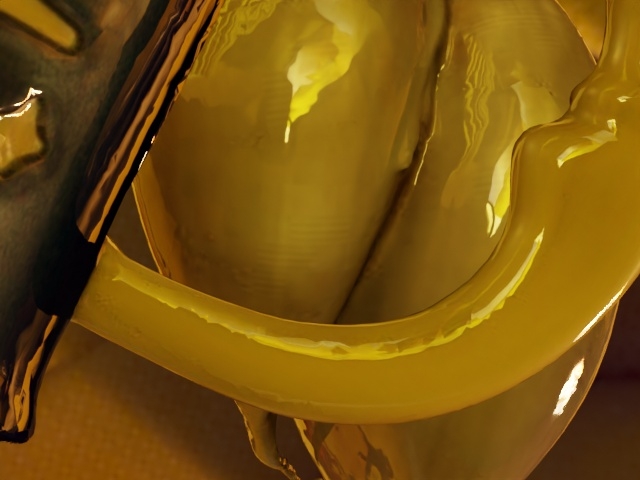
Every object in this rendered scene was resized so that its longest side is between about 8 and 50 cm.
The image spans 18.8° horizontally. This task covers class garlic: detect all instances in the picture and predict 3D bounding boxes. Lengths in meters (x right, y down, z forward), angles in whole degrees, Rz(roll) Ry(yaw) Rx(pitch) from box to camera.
[{"bbox_3d":[0.000,0.000,0.904,0.246,0.231,0.340,28,112,57],"label":"garlic"}]

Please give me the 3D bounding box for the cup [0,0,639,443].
[{"bbox_3d":[-0.049,-0.095,0.399,0.255,0.256,0.178,33,172,-39],"label":"cup"}]
